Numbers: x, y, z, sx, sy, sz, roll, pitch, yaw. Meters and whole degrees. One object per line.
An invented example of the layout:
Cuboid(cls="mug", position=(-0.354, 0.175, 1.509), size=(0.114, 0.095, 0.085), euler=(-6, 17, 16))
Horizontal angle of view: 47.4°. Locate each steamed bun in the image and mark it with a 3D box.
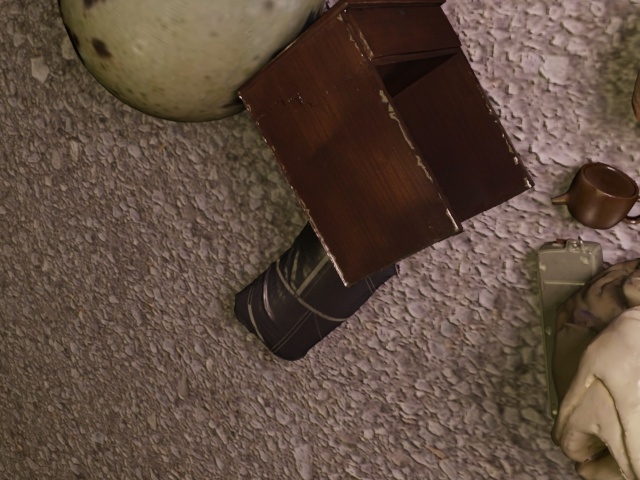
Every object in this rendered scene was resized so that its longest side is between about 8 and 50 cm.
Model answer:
Cuboid(cls="steamed bun", position=(0.390, 0.185, 0.751), size=(0.352, 0.339, 0.247), euler=(30, 114, 21))

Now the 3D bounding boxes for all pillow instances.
Cuboid(cls="pillow", position=(-0.004, 0.059, 1.132), size=(0.161, 0.092, 0.335), euler=(39, 121, -8))

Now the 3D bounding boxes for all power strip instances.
Cuboid(cls="power strip", position=(0.335, 0.123, 0.959), size=(0.078, 0.052, 0.272), euler=(0, 107, 35))

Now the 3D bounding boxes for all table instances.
Cuboid(cls="table", position=(0.094, -0.130, 0.917), size=(0.196, 0.250, 0.282), euler=(-30, 87, 38))

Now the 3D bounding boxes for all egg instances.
Cuboid(cls="egg", position=(-0.159, -0.349, 0.952), size=(0.345, 0.345, 0.428), euler=(50, 136, 10))

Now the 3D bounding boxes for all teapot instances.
Cuboid(cls="teapot", position=(0.344, -0.045, 0.886), size=(0.121, 0.076, 0.068), euler=(15, 129, -2))

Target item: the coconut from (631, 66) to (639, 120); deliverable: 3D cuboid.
Cuboid(cls="coconut", position=(0.424, -0.172, 0.702), size=(0.234, 0.224, 0.224), euler=(-37, 83, 36))
